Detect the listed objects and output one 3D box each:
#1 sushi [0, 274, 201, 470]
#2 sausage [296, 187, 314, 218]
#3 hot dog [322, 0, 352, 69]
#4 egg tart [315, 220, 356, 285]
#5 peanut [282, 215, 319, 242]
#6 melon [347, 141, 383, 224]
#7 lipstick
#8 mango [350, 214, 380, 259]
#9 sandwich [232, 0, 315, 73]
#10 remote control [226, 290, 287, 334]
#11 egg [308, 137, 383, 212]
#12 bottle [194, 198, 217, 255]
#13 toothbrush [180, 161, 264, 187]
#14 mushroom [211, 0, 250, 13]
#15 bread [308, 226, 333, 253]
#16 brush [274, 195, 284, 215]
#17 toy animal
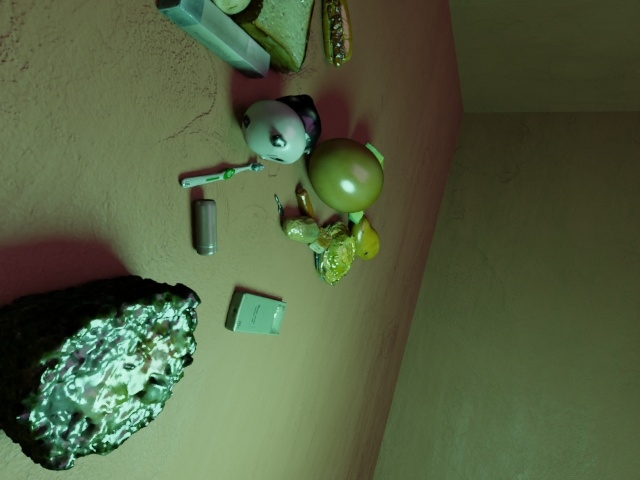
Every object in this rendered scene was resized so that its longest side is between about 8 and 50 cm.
[{"bbox_3d":[-0.405,0.229,0.777,0.352,0.178,0.294,-18,115,-58],"label":"sushi"},{"bbox_3d":[-0.054,-0.127,1.473,0.039,0.041,0.131,-40,135,-22],"label":"sausage"},{"bbox_3d":[0.060,-0.730,1.450,0.076,0.102,0.249,-106,-171,-64],"label":"hot dog"},{"bbox_3d":[0.079,0.048,1.705,0.290,0.107,0.291,-26,120,-58],"label":"egg tart"},{"bbox_3d":[-0.064,-0.039,1.434,0.194,0.083,0.093,18,95,-63],"label":"peanut"},{"bbox_3d":[0.168,-0.232,1.773,0.324,0.124,0.196,-66,158,-11],"label":"melon"},{"bbox_3d":[-0.237,-0.491,0.997,0.317,0.066,0.068,14,85,-62],"label":"lipstick"},{"bbox_3d":[0.194,-0.010,1.906,0.157,0.108,0.262,-55,138,-24],"label":"mango"},{"bbox_3d":[-0.116,-0.650,1.149,0.271,0.099,0.301,21,76,-66],"label":"sandwich"},{"bbox_3d":[-0.194,0.236,1.328,0.285,0.038,0.124,28,74,-63],"label":"remote control"},{"bbox_3d":[0.090,-0.233,1.489,0.322,0.250,0.250,33,69,-54],"label":"egg"},{"bbox_3d":[-0.288,-0.033,1.049,0.053,0.053,0.140,-20,114,-59],"label":"bottle"},{"bbox_3d":[-0.253,-0.177,1.107,0.304,0.030,0.030,-28,122,-53],"label":"toothbrush"},{"bbox_3d":[-0.216,-0.609,0.950,0.166,0.127,0.166,11,90,-86],"label":"mushroom"},{"bbox_3d":[-0.002,0.000,1.554,0.070,0.076,0.083,-57,-172,-25],"label":"bread"},{"bbox_3d":[-0.134,-0.114,1.361,0.024,0.008,0.083,-56,143,-36],"label":"brush"},{"bbox_3d":[-0.113,-0.308,1.155,0.235,0.187,0.165,-47,161,-52],"label":"toy animal"}]
